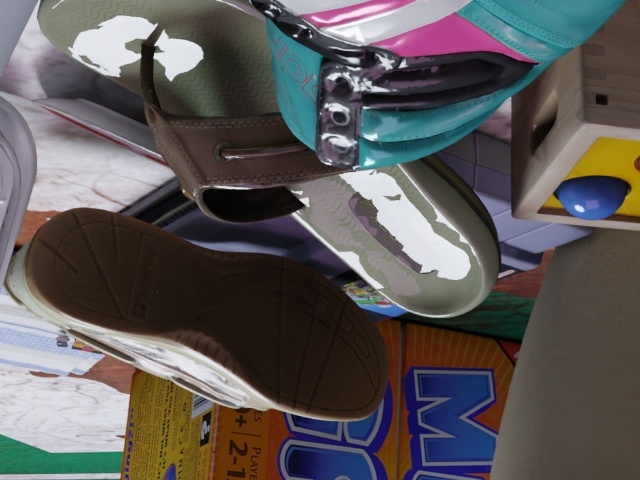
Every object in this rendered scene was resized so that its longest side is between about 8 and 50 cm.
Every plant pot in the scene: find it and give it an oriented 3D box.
[{"bbox_3d":[0.235,0.107,0.825,0.257,0.273,0.256,3,157,1],"label":"plant pot"}]

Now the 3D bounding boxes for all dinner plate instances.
[{"bbox_3d":[-0.109,-0.061,0.743,0.141,0.017,0.141,25,180,0],"label":"dinner plate"}]

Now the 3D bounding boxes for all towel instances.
[{"bbox_3d":[-0.290,0.068,1.149,0.209,0.034,0.285,13,155,-20],"label":"towel"}]

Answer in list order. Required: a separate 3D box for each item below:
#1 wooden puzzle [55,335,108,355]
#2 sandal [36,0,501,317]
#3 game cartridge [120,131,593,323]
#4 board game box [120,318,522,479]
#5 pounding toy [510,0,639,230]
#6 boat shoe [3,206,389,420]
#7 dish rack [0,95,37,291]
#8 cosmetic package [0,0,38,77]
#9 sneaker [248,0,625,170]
[{"bbox_3d":[-0.211,0.099,1.153,0.083,0.006,0.049,13,155,-17],"label":"wooden puzzle"},{"bbox_3d":[-0.020,-0.044,0.652,0.303,0.086,0.120,38,142,-17],"label":"sandal"},{"bbox_3d":[0.000,0.000,0.895,0.230,0.068,0.355,21,153,-29],"label":"game cartridge"},{"bbox_3d":[0.001,0.295,1.244,0.357,0.356,0.356,11,158,-21],"label":"board game box"},{"bbox_3d":[0.146,-0.074,0.625,0.206,0.094,0.181,5,159,-7],"label":"pounding toy"},{"bbox_3d":[-0.080,0.055,0.852,0.285,0.104,0.089,26,156,-24],"label":"boat shoe"},{"bbox_3d":[-0.331,0.050,0.707,0.286,0.332,0.072,13,-167,-30],"label":"dish rack"},{"bbox_3d":[-0.195,-0.129,0.348,0.224,0.138,0.225,42,148,-8],"label":"cosmetic package"},{"bbox_3d":[-0.015,-0.116,0.513,0.296,0.123,0.178,7,149,-13],"label":"sneaker"}]
